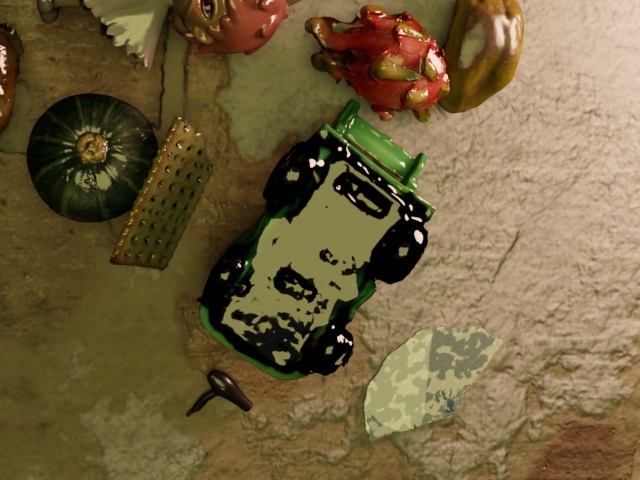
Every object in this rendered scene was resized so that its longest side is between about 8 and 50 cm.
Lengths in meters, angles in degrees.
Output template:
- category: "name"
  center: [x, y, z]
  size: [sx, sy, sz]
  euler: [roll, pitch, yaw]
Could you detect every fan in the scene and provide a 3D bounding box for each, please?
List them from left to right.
- category: "fan"
  center: [0.155, 0.198, 1.516]
  size: [0.240, 0.009, 0.131]
  euler: [-35, 101, -4]

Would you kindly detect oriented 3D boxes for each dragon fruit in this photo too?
- category: "dragon fruit"
  center: [0.073, -0.241, 1.385]
  size: [0.207, 0.150, 0.133]
  euler: [25, 125, -7]

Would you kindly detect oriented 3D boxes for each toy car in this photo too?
- category: "toy car"
  center: [0.000, 0.000, 1.386]
  size: [0.213, 0.176, 0.359]
  euler: [34, 94, -12]

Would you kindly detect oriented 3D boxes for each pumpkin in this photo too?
- category: "pumpkin"
  center: [-0.291, -0.105, 1.339]
  size: [0.167, 0.125, 0.167]
  euler: [1, 87, -20]

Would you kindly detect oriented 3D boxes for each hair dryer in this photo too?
- category: "hair dryer"
  center: [-0.146, 0.226, 1.464]
  size: [0.083, 0.031, 0.079]
  euler: [-38, 111, 11]

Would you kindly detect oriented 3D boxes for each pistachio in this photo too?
- category: "pistachio"
  center: [0.217, -0.260, 1.419]
  size: [0.110, 0.100, 0.189]
  euler: [20, 92, -7]

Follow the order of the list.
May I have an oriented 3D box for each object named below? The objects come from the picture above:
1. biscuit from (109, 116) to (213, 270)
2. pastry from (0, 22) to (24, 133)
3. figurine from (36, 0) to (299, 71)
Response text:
- category: "biscuit"
  center: [-0.195, -0.054, 1.364]
  size: [0.016, 0.144, 0.203]
  euler: [27, 94, 23]
- category: "pastry"
  center: [-0.479, -0.203, 1.307]
  size: [0.229, 0.100, 0.218]
  euler: [-28, 97, 0]
- category: "figurine"
  center: [-0.154, -0.314, 1.313]
  size: [0.387, 0.166, 0.207]
  euler: [3, 76, -8]
